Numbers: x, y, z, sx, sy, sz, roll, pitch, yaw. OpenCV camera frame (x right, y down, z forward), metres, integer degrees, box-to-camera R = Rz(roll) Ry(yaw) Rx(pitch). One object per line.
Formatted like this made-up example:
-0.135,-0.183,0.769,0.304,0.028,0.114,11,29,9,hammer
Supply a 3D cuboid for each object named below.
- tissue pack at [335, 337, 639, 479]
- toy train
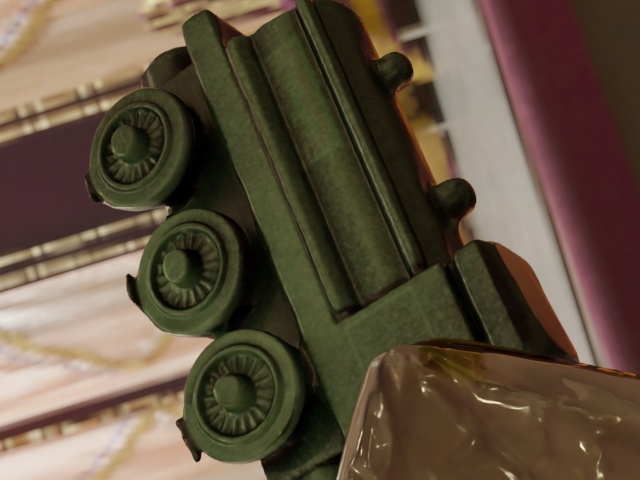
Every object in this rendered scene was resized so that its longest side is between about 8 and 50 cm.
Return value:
0.050,0.079,0.400,0.148,0.099,0.106,22,-100,-85,tissue pack
0.000,0.000,0.557,0.071,0.111,0.170,32,-149,-57,toy train
